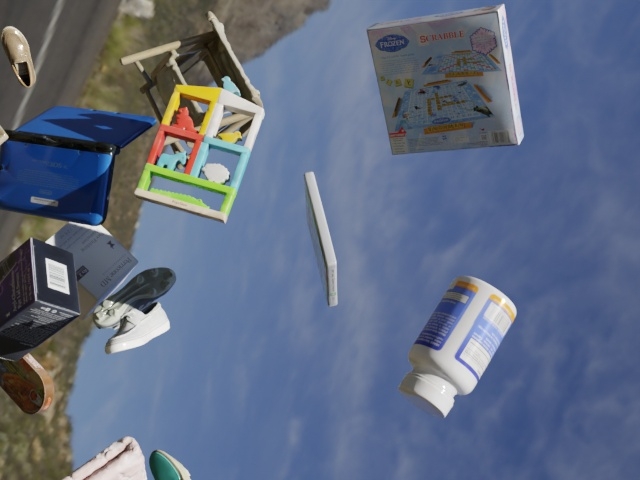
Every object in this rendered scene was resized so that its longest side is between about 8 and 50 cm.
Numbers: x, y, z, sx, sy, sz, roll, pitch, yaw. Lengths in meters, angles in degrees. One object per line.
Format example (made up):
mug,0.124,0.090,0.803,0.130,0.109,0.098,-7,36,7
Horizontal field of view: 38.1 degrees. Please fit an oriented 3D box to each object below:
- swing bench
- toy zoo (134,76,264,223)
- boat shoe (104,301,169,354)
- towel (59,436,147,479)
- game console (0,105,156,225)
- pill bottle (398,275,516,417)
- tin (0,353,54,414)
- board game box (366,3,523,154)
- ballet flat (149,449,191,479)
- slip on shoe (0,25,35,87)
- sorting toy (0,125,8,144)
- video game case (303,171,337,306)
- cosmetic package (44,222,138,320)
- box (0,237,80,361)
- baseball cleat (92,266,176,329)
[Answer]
swing bench,-0.290,-0.349,2.170,0.254,0.253,0.165,-27,161,-1
toy zoo,-0.234,-0.196,1.860,0.030,0.192,0.293,82,24,-74
boat shoe,-0.326,0.151,1.636,0.066,0.063,0.184,-15,-175,27
towel,-0.395,0.471,1.425,0.317,0.053,0.332,-34,153,-26
game console,-0.532,-0.170,2.017,0.173,0.293,0.250,3,96,-67
pill bottle,0.274,0.221,1.902,0.272,0.152,0.152,-55,-166,-17
tin,-0.686,0.321,2.147,0.040,0.189,0.106,-6,128,-55
board game box,0.293,-0.368,2.164,0.318,0.318,0.066,-2,-155,26
ballet flat,-0.363,0.656,2.443,0.086,0.248,0.086,-33,158,-15
slip on shoe,-0.649,-0.392,1.992,0.041,0.051,0.135,-116,-165,-60
sorting toy,-0.695,-0.206,1.797,0.132,0.046,0.274,-41,-129,-5
video game case,0.000,0.000,1.864,0.193,0.023,0.212,87,-10,-62
cosmetic package,-0.566,0.060,2.209,0.151,0.183,0.151,-49,-175,-36
box,-0.583,0.119,1.818,0.207,0.108,0.153,-35,-127,23
baseball cleat,-0.416,0.129,2.071,0.206,0.072,0.109,-28,166,-15
